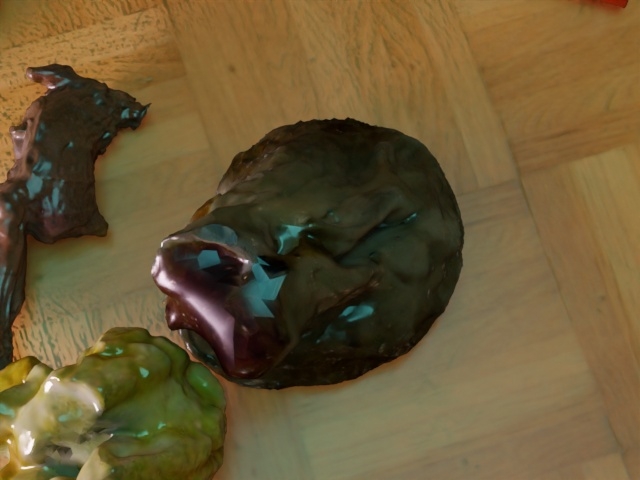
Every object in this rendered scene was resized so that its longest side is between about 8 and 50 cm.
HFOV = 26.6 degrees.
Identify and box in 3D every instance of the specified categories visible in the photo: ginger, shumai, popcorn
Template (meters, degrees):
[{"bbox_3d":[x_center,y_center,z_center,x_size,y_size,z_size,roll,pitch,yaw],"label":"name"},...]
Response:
[{"bbox_3d":[-0.246,-0.013,1.138,0.122,0.084,0.290,29,72,-17],"label":"ginger"},{"bbox_3d":[0.000,0.000,1.071,0.222,0.203,0.272,37,74,6],"label":"shumai"},{"bbox_3d":[-0.167,0.157,1.037,0.185,0.167,0.187,-10,73,25],"label":"popcorn"}]

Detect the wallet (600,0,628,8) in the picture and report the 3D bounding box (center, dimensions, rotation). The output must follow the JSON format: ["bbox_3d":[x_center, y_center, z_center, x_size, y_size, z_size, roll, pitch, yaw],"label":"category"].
[{"bbox_3d":[0.196,-0.301,1.230,0.204,0.045,0.142,15,78,3],"label":"wallet"}]
